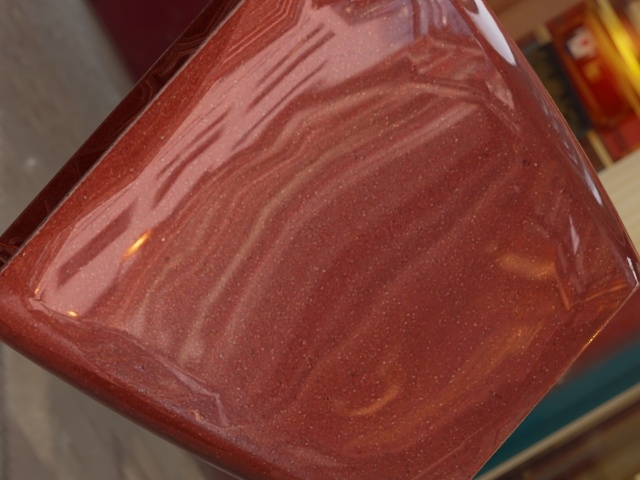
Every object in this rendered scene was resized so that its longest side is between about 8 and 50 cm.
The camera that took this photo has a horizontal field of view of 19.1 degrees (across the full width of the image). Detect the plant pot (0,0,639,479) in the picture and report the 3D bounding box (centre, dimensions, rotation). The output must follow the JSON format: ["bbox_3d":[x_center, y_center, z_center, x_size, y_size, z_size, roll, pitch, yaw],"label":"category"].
[{"bbox_3d":[0.000,0.000,0.956,0.236,0.267,0.267,43,-3,-9],"label":"plant pot"}]
